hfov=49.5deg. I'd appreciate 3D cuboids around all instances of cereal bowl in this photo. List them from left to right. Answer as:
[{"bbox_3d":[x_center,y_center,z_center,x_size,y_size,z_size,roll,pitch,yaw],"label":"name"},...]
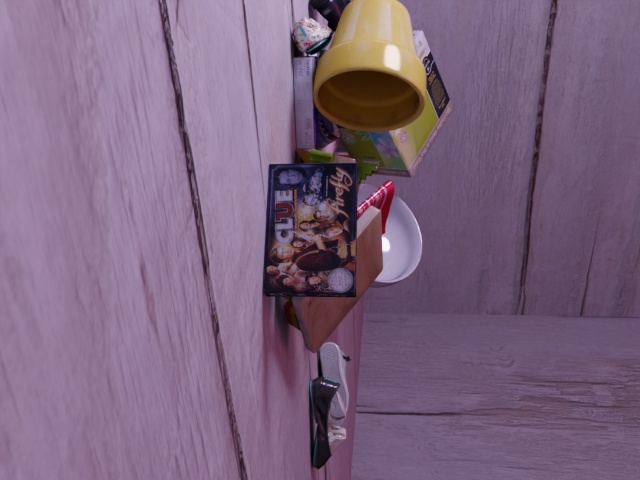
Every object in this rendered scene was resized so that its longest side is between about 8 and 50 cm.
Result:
[{"bbox_3d":[0.149,-0.002,2.210,0.141,0.339,0.339,138,-39,-55],"label":"cereal bowl"}]

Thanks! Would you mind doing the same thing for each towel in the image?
[{"bbox_3d":[0.074,-0.005,1.609,0.275,0.031,0.199,-42,156,-30],"label":"towel"}]

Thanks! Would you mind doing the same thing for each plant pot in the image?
[{"bbox_3d":[0.118,-0.414,1.593,0.254,0.254,0.239,75,18,-66],"label":"plant pot"}]

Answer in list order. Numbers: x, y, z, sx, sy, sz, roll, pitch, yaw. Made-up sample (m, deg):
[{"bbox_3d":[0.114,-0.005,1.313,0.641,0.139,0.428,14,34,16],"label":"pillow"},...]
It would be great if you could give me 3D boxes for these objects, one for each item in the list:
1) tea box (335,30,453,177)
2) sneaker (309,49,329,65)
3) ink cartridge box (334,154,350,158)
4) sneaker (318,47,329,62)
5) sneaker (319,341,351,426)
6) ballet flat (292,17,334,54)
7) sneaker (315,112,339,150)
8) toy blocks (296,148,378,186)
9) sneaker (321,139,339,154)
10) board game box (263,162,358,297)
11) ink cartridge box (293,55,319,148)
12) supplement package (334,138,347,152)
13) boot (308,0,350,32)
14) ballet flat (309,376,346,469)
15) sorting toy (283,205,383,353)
[{"bbox_3d":[0.218,-0.425,2.186,0.329,0.220,0.323,-57,135,-26],"label":"tea box"},{"bbox_3d":[0.052,-0.445,1.912,0.293,0.146,0.102,22,69,-83],"label":"sneaker"},{"bbox_3d":[0.088,-0.219,2.582,0.115,0.067,0.198,-35,123,-82],"label":"ink cartridge box"},{"bbox_3d":[0.051,-0.407,1.747,0.065,0.076,0.166,-62,149,-22],"label":"sneaker"},{"bbox_3d":[0.050,0.445,2.120,0.151,0.094,0.255,47,41,-72],"label":"sneaker"},{"bbox_3d":[-0.019,-0.482,1.617,0.077,0.091,0.241,55,9,-9],"label":"ballet flat"},{"bbox_3d":[-0.013,-0.312,1.772,0.083,0.071,0.190,-41,-132,41],"label":"sneaker"},{"bbox_3d":[0.021,-0.068,1.685,0.381,0.191,0.260,-17,119,-82],"label":"toy blocks"},{"bbox_3d":[0.029,-0.315,2.131,0.134,0.051,0.070,-75,169,-52],"label":"sneaker"},{"bbox_3d":[-0.016,-0.020,1.261,0.042,0.165,0.243,65,25,-75],"label":"board game box"},{"bbox_3d":[-0.032,-0.324,1.626,0.097,0.046,0.207,-66,156,-72],"label":"ink cartridge box"},{"bbox_3d":[0.078,-0.393,2.321,0.105,0.105,0.179,-75,164,-65],"label":"supplement package"},{"bbox_3d":[0.069,-0.631,1.919,0.207,0.094,0.246,49,35,-28],"label":"boot"},{"bbox_3d":[0.022,0.507,1.901,0.095,0.096,0.280,-73,162,-70],"label":"ballet flat"},{"bbox_3d":[0.019,0.071,1.447,0.255,0.089,0.257,-49,156,-20],"label":"sorting toy"}]
